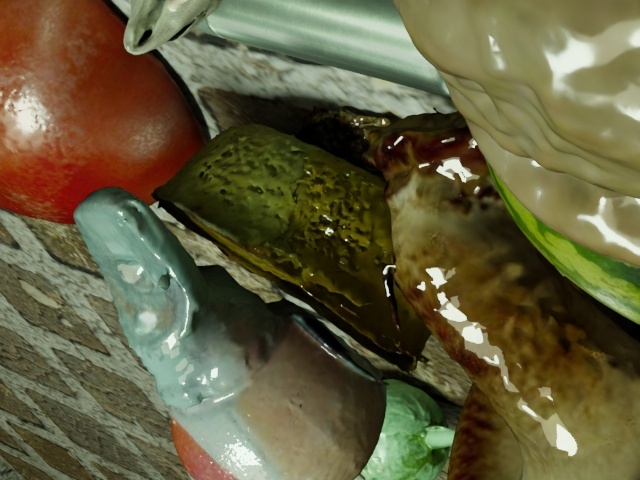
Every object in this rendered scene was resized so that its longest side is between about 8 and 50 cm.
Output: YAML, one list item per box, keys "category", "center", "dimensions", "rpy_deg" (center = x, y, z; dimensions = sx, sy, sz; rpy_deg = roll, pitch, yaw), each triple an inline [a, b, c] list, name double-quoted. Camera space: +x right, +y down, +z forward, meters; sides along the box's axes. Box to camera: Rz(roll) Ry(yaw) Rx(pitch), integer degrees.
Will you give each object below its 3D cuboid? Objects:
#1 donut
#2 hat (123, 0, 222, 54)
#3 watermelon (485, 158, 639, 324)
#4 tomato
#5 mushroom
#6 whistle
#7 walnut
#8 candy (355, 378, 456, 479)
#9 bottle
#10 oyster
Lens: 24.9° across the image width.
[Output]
- category: "donut"
  center: [0.000, 0.000, 1.145]
  dimensions: [0.272, 0.107, 0.272]
  rpy_deg: [34, 174, 4]
- category: "hat"
  center: [-0.068, -0.237, 0.827]
  dimensions: [0.226, 0.164, 0.219]
  rpy_deg: [-24, 87, 23]
- category: "watermelon"
  center: [0.180, -0.035, 0.734]
  dimensions: [0.303, 0.159, 0.128]
  rpy_deg: [32, -173, 15]
- category: "tomato"
  center: [-0.267, -0.112, 1.273]
  dimensions: [0.338, 0.143, 0.338]
  rpy_deg: [30, 159, 13]
- category: "mushroom"
  center: [0.179, 0.113, 0.901]
  dimensions: [0.331, 0.334, 0.356]
  rpy_deg: [4, 157, 46]
- category: "whistle"
  center: [-0.079, 0.099, 1.136]
  dimensions: [0.189, 0.189, 0.348]
  rpy_deg: [1, 140, 53]
- category: "walnut"
  center: [0.168, -0.102, 0.578]
  dimensions: [0.273, 0.227, 0.273]
  rpy_deg: [33, 165, 10]
- category: "candy"
  center: [0.167, 0.181, 1.334]
  dimensions: [0.440, 0.119, 0.119]
  rpy_deg: [-9, 132, 49]
- category: "bottle"
  center: [-0.002, -0.151, 0.917]
  dimensions: [0.254, 0.079, 0.096]
  rpy_deg: [19, 177, 31]
- category: "oyster"
  center: [0.030, -0.070, 1.086]
  dimensions: [0.086, 0.029, 0.132]
  rpy_deg: [38, 163, -11]
